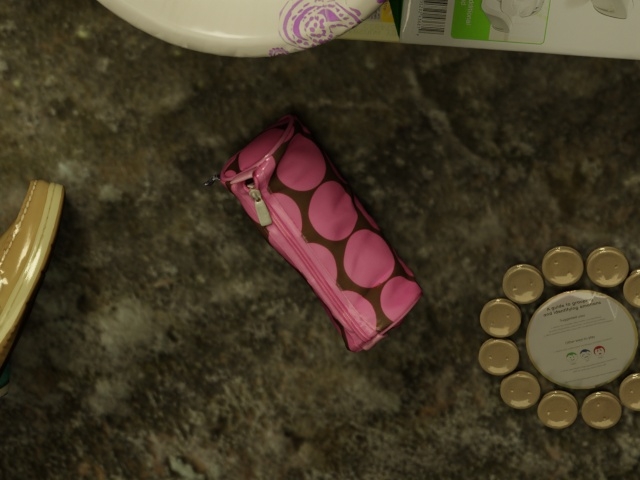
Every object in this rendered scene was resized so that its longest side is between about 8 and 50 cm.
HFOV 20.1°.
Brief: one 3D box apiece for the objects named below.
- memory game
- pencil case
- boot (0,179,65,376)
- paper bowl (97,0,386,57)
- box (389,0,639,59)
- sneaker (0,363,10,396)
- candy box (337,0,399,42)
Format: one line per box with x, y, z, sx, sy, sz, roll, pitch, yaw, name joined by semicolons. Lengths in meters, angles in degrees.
0.230;0.087;1.602;0.186;0.012;0.186;3;115;6;memory game
0.000;0.000;1.541;0.095;0.098;0.209;-34;107;19;pencil case
-0.350;0.036;1.557;0.203;0.095;0.262;25;87;-4;boot
-0.056;-0.282;1.279;0.284;0.148;0.284;7;130;9;paper bowl
0.180;-0.280;1.364;0.231;0.127;0.262;3;115;-4;box
-0.407;0.078;1.626;0.275;0.107;0.110;20;102;-5;sneaker
0.044;-0.261;1.455;0.105;0.027;0.206;3;115;-1;candy box
